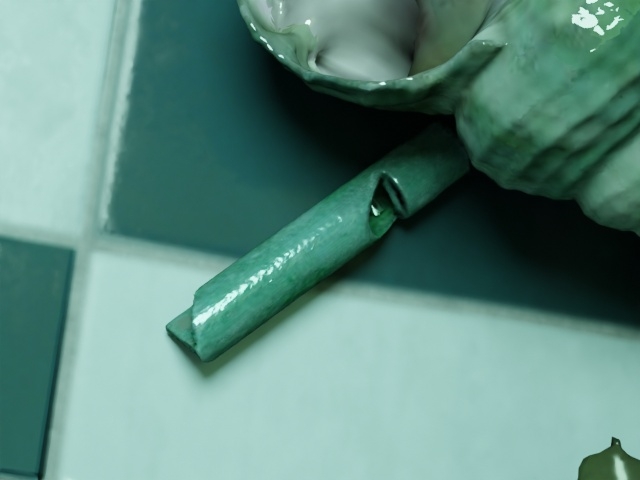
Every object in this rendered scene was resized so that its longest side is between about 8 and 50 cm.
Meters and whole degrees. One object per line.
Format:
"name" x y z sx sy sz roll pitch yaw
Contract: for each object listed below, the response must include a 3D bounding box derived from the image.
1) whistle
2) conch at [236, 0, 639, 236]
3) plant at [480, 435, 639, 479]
"whistle" 0.000 0.000 0.878 0.186 0.039 0.039 -35 91 -18
"conch" 0.102 -0.111 0.840 0.220 0.195 0.277 -40 89 -24
"plant" 0.127 0.261 0.791 0.215 0.213 0.312 35 37 -8
